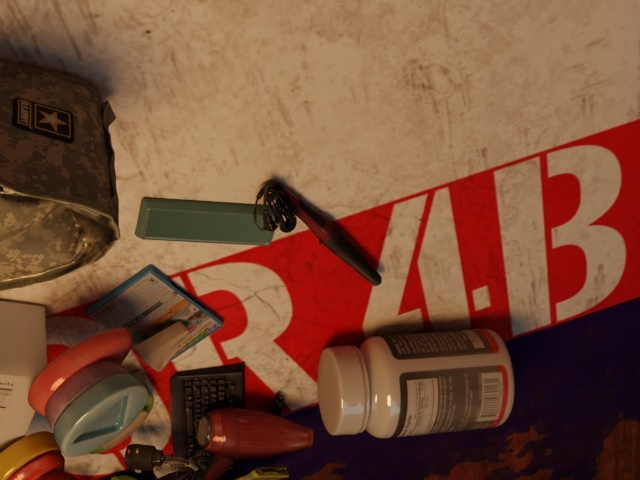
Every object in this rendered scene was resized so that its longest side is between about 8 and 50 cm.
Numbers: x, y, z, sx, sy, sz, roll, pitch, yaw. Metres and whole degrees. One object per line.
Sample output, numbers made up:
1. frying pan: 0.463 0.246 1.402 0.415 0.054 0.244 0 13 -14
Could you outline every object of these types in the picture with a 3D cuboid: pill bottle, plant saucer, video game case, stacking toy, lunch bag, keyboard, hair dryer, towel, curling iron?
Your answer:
1. pill bottle: 0.147 0.227 1.512 0.283 0.161 0.161 -2 133 -16
2. plant saucer: -0.148 -0.022 1.280 0.192 0.018 0.067 4 131 -20
3. video game case: -0.235 0.111 1.378 0.119 0.015 0.166 -34 133 14
4. stacking toy: -0.288 0.265 1.316 0.279 0.130 0.309 -16 145 -53
5. lunch bag: -0.357 -0.069 1.011 0.286 0.235 0.169 -14 135 -6
6. keyboard: -0.146 0.316 1.593 0.201 0.033 0.317 -7 135 -12
7. hair dryer: -0.157 0.336 1.558 0.293 0.080 0.224 -12 152 6
8. towel: -0.175 0.428 1.629 0.237 0.021 0.102 -26 156 23
9. curling iron: 0.000 0.000 1.330 0.274 0.035 0.068 35 73 -43

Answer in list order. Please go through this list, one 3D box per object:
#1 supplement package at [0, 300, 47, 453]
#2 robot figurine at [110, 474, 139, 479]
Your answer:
1. supplement package: -0.470 0.210 1.307 0.133 0.139 0.244 11 129 -27
2. robot figurine: -0.317 0.434 1.599 0.067 0.115 0.101 -52 130 -21
